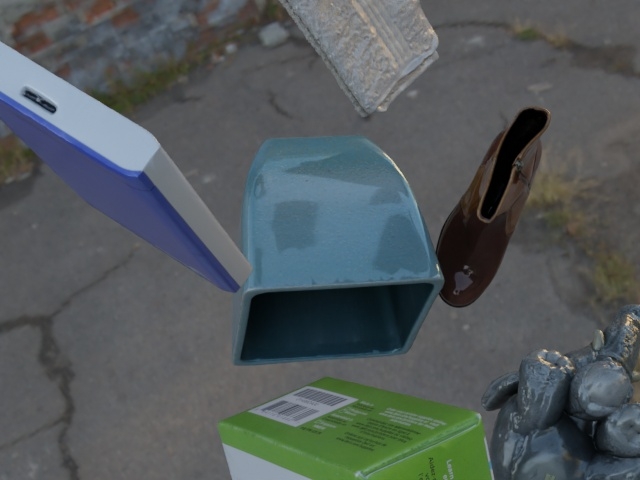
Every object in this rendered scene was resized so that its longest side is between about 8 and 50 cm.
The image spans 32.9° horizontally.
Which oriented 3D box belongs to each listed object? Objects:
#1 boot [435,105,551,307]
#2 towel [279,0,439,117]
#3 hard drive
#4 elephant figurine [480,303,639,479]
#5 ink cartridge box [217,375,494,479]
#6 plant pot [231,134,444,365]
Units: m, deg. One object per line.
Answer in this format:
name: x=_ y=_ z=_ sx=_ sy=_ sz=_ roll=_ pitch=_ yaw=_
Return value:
boot: x=0.217 y=-0.029 z=1.356 sx=0.264 sy=0.096 sz=0.280 roll=-60 pitch=-4 yaw=5
towel: x=0.053 y=-0.340 z=1.611 sx=0.187 sy=0.282 sz=0.049 roll=-46 pitch=19 yaw=-25
hard drive: x=-0.185 y=-0.060 z=0.961 sx=0.210 sy=0.318 sz=0.040 roll=31 pitch=79 yaw=17
elephant figurine: x=0.247 y=0.166 z=1.057 sx=0.186 sy=0.169 sz=0.239 roll=-3 pitch=8 yaw=10
ink cartridge box: x=0.040 y=0.236 z=0.725 sx=0.097 sy=0.255 sz=0.189 roll=-19 pitch=11 yaw=-29
plant pot: x=0.000 y=0.000 z=1.444 sx=0.248 sy=0.247 sz=0.252 roll=-3 pitch=63 yaw=-10
